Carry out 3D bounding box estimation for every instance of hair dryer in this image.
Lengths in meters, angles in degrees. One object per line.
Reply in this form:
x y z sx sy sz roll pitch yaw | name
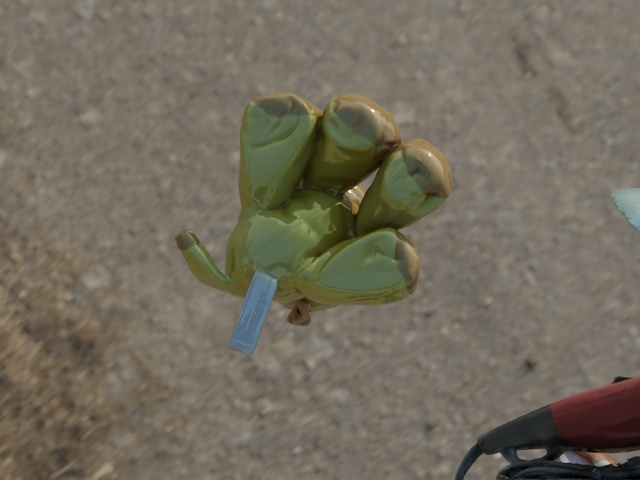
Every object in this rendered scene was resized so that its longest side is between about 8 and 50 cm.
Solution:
0.179 0.069 0.896 0.293 0.223 0.080 -57 139 -3 | hair dryer

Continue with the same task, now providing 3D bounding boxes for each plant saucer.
0.401 -0.003 2.082 0.195 0.037 0.195 36 16 -12 | plant saucer

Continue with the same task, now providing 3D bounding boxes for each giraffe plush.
0.000 0.000 1.473 0.181 0.170 0.210 36 88 10 | giraffe plush

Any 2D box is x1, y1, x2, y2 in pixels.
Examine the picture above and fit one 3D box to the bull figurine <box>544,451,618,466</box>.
0.314 0.332 1.881 0.101 0.188 0.310 -36 100 -1 | bull figurine
